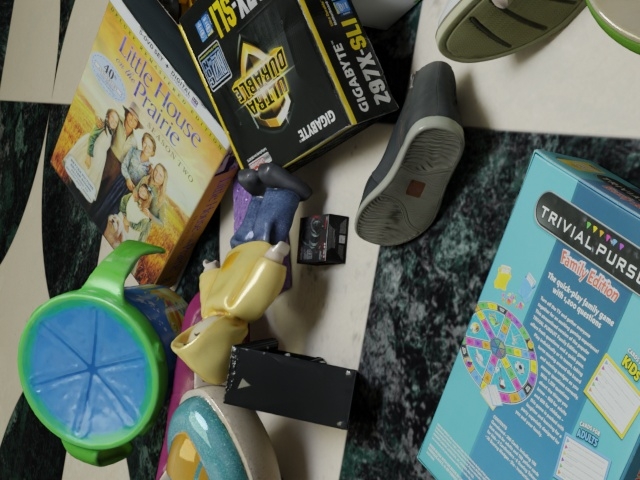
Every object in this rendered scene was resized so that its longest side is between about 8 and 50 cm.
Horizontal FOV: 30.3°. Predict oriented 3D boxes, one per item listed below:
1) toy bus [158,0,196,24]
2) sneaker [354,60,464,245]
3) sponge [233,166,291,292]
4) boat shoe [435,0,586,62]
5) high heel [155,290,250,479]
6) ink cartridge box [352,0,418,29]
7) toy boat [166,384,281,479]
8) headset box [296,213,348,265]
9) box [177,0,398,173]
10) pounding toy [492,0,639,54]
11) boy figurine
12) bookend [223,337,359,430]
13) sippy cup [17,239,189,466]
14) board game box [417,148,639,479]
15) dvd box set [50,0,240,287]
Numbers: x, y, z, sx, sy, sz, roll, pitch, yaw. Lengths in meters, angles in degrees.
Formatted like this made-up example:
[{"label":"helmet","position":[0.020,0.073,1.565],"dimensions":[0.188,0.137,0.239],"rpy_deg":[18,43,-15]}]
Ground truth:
[{"label":"toy bus","position":[-0.211,-0.328,1.889],"dimensions":[0.211,0.149,0.220],"rpy_deg":[113,150,-42]},{"label":"sneaker","position":[0.106,-0.093,1.347],"dimensions":[0.222,0.083,0.118],"rpy_deg":[122,162,-46]},{"label":"sponge","position":[-0.086,-0.019,1.689],"dimensions":[0.117,0.031,0.210],"rpy_deg":[-32,56,54]},{"label":"boat shoe","position":[0.223,-0.294,1.154],"dimensions":[0.302,0.113,0.103],"rpy_deg":[-39,48,36]},{"label":"high heel","position":[-0.165,0.252,1.691],"dimensions":[0.181,0.127,0.377],"rpy_deg":[-115,39,-66]},{"label":"ink cartridge box","position":[0.075,-0.396,1.442],"dimensions":[0.160,0.092,0.219],"rpy_deg":[-33,55,54]},{"label":"toy boat","position":[-0.102,0.324,1.462],"dimensions":[0.318,0.148,0.268],"rpy_deg":[22,127,51]},{"label":"headset box","position":[0.000,0.000,1.532],"dimensions":[0.083,0.032,0.062],"rpy_deg":[-5,78,58]},{"label":"box","position":[-0.053,-0.228,1.506],"dimensions":[0.322,0.079,0.257],"rpy_deg":[-23,89,62]},{"label":"pounding toy","position":[0.288,-0.206,0.993],"dimensions":[0.236,0.110,0.183],"rpy_deg":[21,68,25]},{"label":"boy figurine","position":[-0.109,0.046,1.523],"dimensions":[0.177,0.092,0.285],"rpy_deg":[-5,56,54]},{"label":"bookend","position":[-0.017,0.173,1.456],"dimensions":[0.157,0.156,0.072],"rpy_deg":[10,92,16]},{"label":"sippy cup","position":[-0.292,0.166,1.768],"dimensions":[0.305,0.224,0.240],"rpy_deg":[-42,85,23]},{"label":"board game box","position":[0.230,0.122,1.052],"dimensions":[0.254,0.079,0.336],"rpy_deg":[45,121,55]},{"label":"dvd box set","position":[-0.272,-0.144,1.842],"dimensions":[0.308,0.062,0.420],"rpy_deg":[52,140,14]}]
